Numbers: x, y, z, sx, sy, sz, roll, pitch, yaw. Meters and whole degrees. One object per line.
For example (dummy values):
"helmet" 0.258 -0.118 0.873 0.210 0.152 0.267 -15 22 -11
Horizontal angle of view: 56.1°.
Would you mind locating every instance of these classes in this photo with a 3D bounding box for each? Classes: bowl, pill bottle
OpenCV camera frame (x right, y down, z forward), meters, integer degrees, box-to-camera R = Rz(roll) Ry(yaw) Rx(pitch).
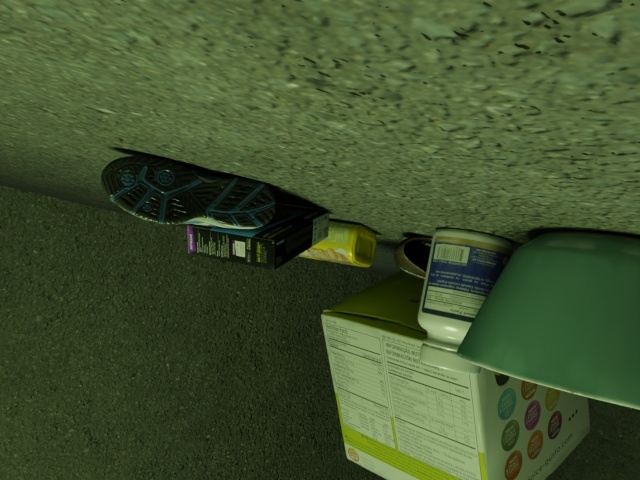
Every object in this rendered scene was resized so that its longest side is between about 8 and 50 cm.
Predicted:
"bowl" 0.325 0.086 0.676 0.312 0.163 0.311 12 176 1
"pill bottle" 0.196 0.084 0.837 0.112 0.186 0.112 12 176 1

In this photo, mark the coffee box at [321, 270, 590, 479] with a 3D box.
"coffee box" 0.255 0.245 1.123 0.338 0.334 0.338 -24 -159 -38

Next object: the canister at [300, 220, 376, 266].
"canister" 0.000 0.000 1.045 0.170 0.073 0.126 8 175 24

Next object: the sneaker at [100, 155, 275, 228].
"sneaker" -0.167 -0.051 0.756 0.211 0.080 0.081 13 174 -18

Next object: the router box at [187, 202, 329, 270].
"router box" -0.082 -0.013 0.851 0.133 0.046 0.179 9 -162 22

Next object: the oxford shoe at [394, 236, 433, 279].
"oxford shoe" 0.230 0.045 0.960 0.227 0.082 0.096 10 171 7
